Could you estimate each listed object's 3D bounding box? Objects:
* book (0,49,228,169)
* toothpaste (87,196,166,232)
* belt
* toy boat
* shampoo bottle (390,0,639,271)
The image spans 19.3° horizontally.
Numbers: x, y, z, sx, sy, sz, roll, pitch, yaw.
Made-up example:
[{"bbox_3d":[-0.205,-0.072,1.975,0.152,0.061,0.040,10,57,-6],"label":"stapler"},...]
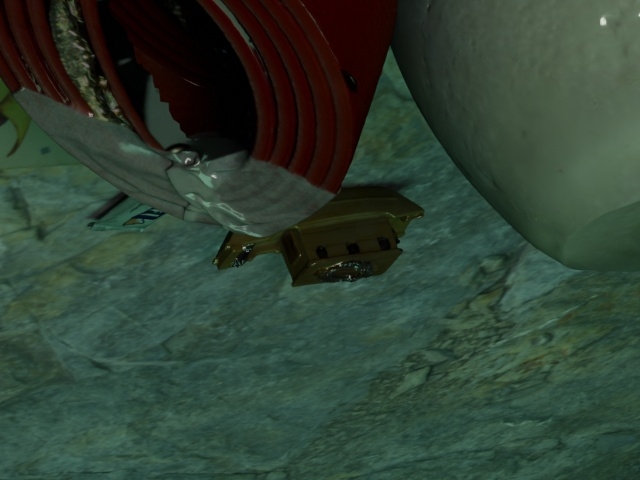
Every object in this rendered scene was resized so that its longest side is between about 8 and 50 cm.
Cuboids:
[{"bbox_3d":[-0.128,-0.133,1.265,0.322,0.018,0.228,-5,142,-30],"label":"book"},{"bbox_3d":[-0.105,-0.053,1.504,0.056,0.036,0.205,7,150,-45],"label":"toothpaste"},{"bbox_3d":[-0.072,-0.129,1.093,0.227,0.115,0.324,2,145,24],"label":"belt"},{"bbox_3d":[0.000,0.000,1.646,0.200,0.077,0.057,-6,155,-29],"label":"toy boat"},{"bbox_3d":[0.205,-0.151,1.164,0.322,0.317,0.322,-19,157,-8],"label":"shampoo bottle"}]
